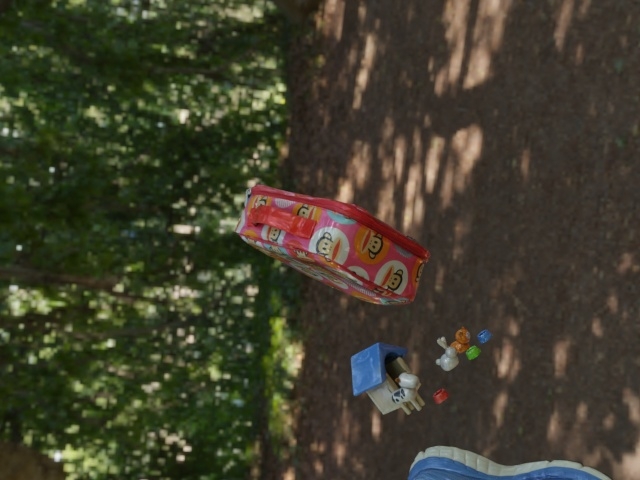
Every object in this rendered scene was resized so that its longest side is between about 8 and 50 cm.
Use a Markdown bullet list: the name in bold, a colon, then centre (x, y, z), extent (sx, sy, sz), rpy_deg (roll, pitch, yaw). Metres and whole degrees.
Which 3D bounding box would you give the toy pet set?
- **toy pet set**: centre (0.091, 0.118, 0.973), extent (0.114, 0.065, 0.122), rpy_deg (-33, 5, 41)

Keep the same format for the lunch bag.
- **lunch bag**: centre (0.000, 0.000, 1.553), extent (0.293, 0.258, 0.120), rpy_deg (15, 80, 51)

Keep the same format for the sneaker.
- **sneaker**: centre (0.271, 0.388, 1.351), extent (0.147, 0.330, 0.129), rpy_deg (-59, -38, -50)
